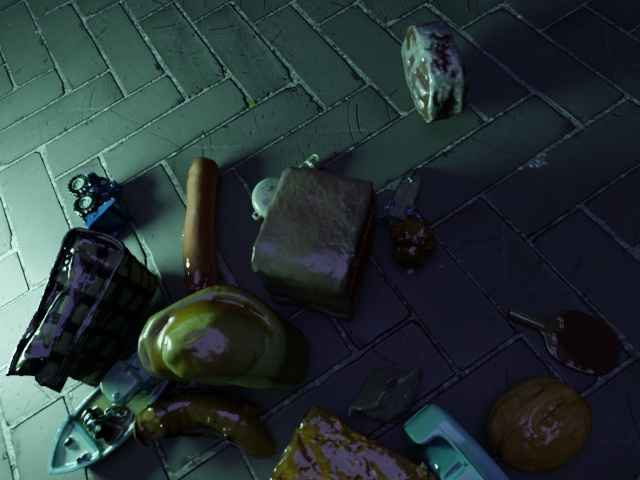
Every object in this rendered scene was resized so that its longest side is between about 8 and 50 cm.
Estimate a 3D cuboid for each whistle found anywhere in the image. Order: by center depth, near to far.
[{"bbox_3d":[-0.091,-0.144,1.272,0.126,0.067,0.258,41,74,11],"label":"whistle"}]

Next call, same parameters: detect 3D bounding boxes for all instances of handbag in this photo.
[{"bbox_3d":[-0.525,0.170,1.058,0.163,0.325,0.326,22,72,0],"label":"handbag"}]

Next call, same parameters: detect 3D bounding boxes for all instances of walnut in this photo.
[{"bbox_3d":[0.423,0.355,0.893,0.207,0.159,0.159,-33,64,-13],"label":"walnut"}]

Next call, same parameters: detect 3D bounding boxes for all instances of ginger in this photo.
[{"bbox_3d":[-0.252,0.397,1.023,0.310,0.107,0.132,2,48,5],"label":"ginger"}]

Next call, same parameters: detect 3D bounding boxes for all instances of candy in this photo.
[{"bbox_3d":[0.314,-0.462,1.260,0.158,0.214,0.289,-10,66,2],"label":"candy"}]

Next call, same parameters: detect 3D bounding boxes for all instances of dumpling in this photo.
[{"bbox_3d":[0.143,0.326,0.972,0.188,0.127,0.108,-25,76,-5],"label":"dumpling"}]

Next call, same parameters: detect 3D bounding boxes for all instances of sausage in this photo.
[{"bbox_3d":[-0.323,-0.043,1.253,0.094,0.094,0.418,-16,63,19],"label":"sausage"}]

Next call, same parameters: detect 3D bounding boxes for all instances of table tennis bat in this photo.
[{"bbox_3d":[0.533,0.207,1.015,0.235,0.022,0.131,22,71,18],"label":"table tennis bat"}]

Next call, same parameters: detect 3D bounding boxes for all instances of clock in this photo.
[{"bbox_3d":[0.268,0.431,0.844,0.094,0.223,0.274,-38,65,-8],"label":"clock"}]

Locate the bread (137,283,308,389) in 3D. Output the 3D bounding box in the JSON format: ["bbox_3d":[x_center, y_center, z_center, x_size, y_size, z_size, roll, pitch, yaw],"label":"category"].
[{"bbox_3d":[-0.202,0.203,0.977,0.301,0.341,0.210,-2,72,15],"label":"bread"}]

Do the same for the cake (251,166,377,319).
[{"bbox_3d":[0.000,0.000,1.095,0.230,0.237,0.308,10,65,11],"label":"cake"}]

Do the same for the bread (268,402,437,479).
[{"bbox_3d":[0.042,0.502,0.864,0.279,0.207,0.278,22,70,18],"label":"bread"}]

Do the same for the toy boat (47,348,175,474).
[{"bbox_3d":[-0.483,0.389,1.055,0.145,0.133,0.331,35,76,22],"label":"toy boat"}]

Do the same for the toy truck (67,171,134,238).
[{"bbox_3d":[-0.624,-0.099,1.323,0.126,0.113,0.208,-27,64,-4],"label":"toy truck"}]

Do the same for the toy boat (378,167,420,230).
[{"bbox_3d":[0.223,-0.118,1.205,0.085,0.066,0.210,23,59,7],"label":"toy boat"}]

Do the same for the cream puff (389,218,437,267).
[{"bbox_3d":[0.222,0.007,1.116,0.116,0.122,0.094,29,33,0],"label":"cream puff"}]
